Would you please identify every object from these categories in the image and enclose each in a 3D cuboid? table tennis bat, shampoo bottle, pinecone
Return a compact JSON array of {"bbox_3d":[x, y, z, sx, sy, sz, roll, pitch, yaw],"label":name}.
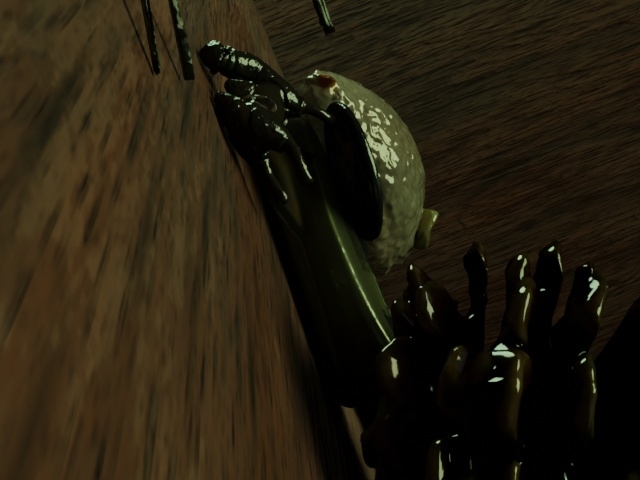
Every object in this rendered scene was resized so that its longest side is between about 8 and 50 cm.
[{"bbox_3d":[0.037,-0.046,1.174,0.236,0.027,0.150,86,-17,-44],"label":"table tennis bat"},{"bbox_3d":[0.000,0.000,1.139,0.125,0.084,0.350,72,-2,-67],"label":"shampoo bottle"},{"bbox_3d":[0.214,0.190,0.938,0.398,0.397,0.398,-21,90,-86],"label":"pinecone"}]

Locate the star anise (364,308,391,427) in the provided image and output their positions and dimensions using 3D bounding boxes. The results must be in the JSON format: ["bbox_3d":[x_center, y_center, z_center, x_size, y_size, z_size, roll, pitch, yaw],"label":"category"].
[{"bbox_3d":[0.134,0.239,1.325,0.316,0.139,0.360,-72,141,-74],"label":"star anise"}]

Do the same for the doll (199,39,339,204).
[{"bbox_3d":[-0.061,-0.131,1.063,0.165,0.057,0.139,43,35,-9],"label":"doll"}]

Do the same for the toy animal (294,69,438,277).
[{"bbox_3d":[0.040,-0.075,1.352,0.227,0.188,0.358,63,-1,32],"label":"toy animal"}]

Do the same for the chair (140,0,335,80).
[{"bbox_3d":[-0.103,-0.289,0.776,0.160,0.170,0.326,-62,137,-83],"label":"chair"}]
